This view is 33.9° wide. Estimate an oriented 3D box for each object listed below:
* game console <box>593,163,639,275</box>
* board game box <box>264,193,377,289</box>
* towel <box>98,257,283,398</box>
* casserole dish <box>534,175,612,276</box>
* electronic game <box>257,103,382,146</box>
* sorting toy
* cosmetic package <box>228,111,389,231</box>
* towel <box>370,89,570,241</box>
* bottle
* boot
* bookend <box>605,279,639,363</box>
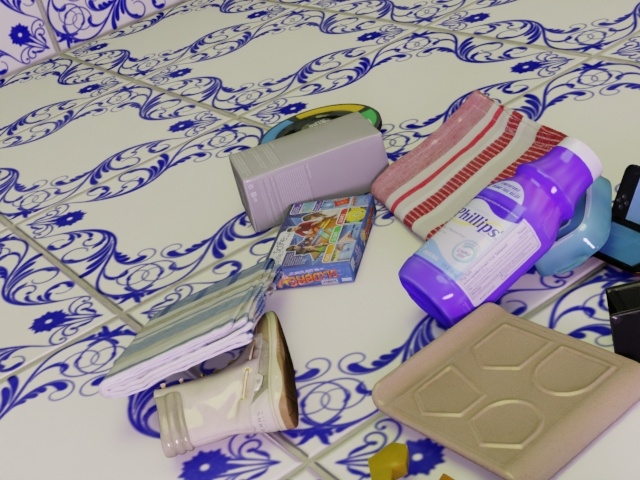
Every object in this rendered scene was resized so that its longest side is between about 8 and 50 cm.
[{"bbox_3d":[0.401,-0.029,1.334,0.085,0.124,0.144,9,13,-33],"label":"game console"},{"bbox_3d":[0.000,0.000,1.546,0.136,0.035,0.201,-6,29,18],"label":"board game box"},{"bbox_3d":[-0.155,0.108,1.340,0.209,0.034,0.285,-24,11,11],"label":"towel"},{"bbox_3d":[0.322,-0.029,1.370,0.114,0.037,0.188,-31,22,33],"label":"casserole dish"},{"bbox_3d":[-0.002,-0.190,1.884,0.229,0.048,0.229,-12,28,6],"label":"electronic game"},{"bbox_3d":[0.168,0.188,1.115,0.307,0.041,0.229,-32,36,-28],"label":"sorting toy"},{"bbox_3d":[-0.017,-0.115,1.699,0.238,0.107,0.127,-17,27,-7],"label":"cosmetic package"},{"bbox_3d":[0.218,-0.095,1.513,0.237,0.037,0.329,-42,29,0],"label":"towel"},{"bbox_3d":[0.231,-0.015,1.309,0.283,0.092,0.118,-42,35,-8],"label":"bottle"},{"bbox_3d":[-0.115,0.169,1.257,0.165,0.077,0.213,-17,28,4],"label":"boot"},{"bbox_3d":[0.390,0.058,1.193,0.156,0.072,0.157,-13,27,6],"label":"bookend"}]
